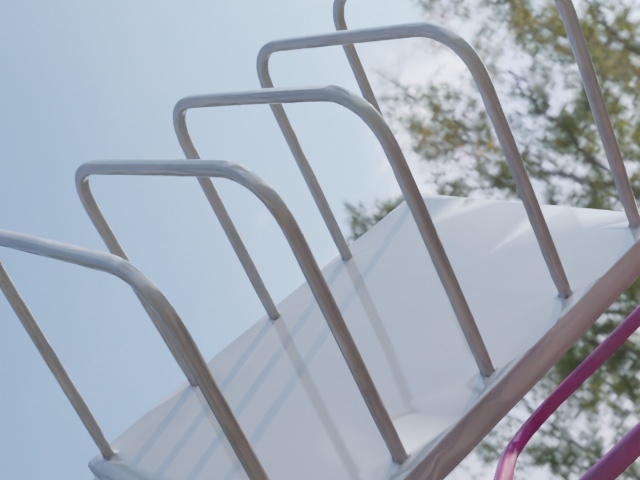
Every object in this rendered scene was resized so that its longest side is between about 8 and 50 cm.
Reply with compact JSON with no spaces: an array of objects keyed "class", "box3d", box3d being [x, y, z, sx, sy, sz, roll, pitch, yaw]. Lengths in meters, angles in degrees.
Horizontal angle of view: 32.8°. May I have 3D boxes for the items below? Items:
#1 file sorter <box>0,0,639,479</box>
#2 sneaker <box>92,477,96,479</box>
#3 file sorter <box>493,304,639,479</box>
[{"class":"file sorter","box3d":[0.000,0.000,0.553,0.278,0.193,0.173,-39,-63,-28]},{"class":"sneaker","box3d":[-0.147,0.204,0.919,0.051,0.070,0.134,-51,-2,24]},{"class":"file sorter","box3d":[0.216,0.129,0.373,0.182,0.291,0.202,-48,-7,12]}]
